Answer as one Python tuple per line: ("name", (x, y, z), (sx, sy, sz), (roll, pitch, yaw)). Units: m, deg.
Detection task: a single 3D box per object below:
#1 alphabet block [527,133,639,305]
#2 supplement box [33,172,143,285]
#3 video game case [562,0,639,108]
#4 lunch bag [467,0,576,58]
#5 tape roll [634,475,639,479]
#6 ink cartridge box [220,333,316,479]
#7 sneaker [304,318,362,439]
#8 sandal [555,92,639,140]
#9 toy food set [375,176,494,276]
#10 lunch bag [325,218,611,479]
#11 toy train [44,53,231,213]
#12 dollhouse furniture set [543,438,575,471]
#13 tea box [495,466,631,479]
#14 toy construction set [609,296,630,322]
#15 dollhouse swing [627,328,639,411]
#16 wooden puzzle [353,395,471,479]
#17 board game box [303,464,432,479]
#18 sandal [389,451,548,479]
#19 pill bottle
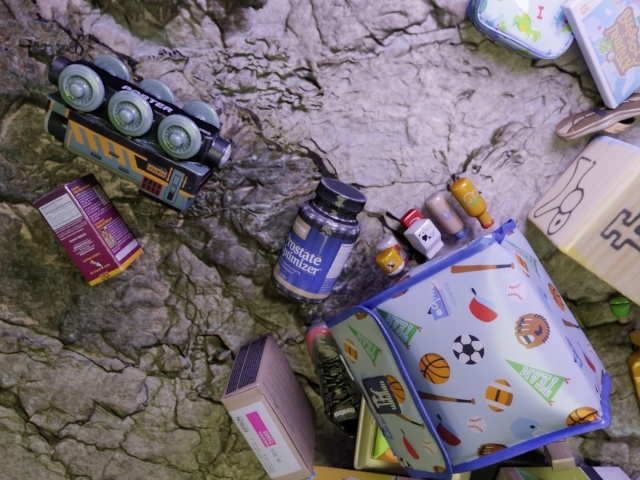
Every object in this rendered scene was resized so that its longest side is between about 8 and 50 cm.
("alphabet block", (0.517, -0.041, 0.909), (0.193, 0.192, 0.197), (33, 109, -7))
("supplement box", (-0.442, -0.023, 1.016), (0.081, 0.104, 0.188), (-25, 106, 12))
("video game case", (0.499, -0.350, 0.831), (0.193, 0.023, 0.212), (-42, 123, 6))
("lunch bag", (0.355, -0.410, 0.833), (0.176, 0.090, 0.218), (24, 109, -5))
("tape roll", (0.830, 0.632, 1.151), (0.246, 0.169, 0.246), (1, 110, 2))
("ink cartridge box", (-0.097, 0.344, 1.084), (0.088, 0.193, 0.234), (-23, 107, 11))
("sneaker", (0.043, 0.296, 1.091), (0.098, 0.135, 0.276), (-20, 107, 12))
("sandal", (0.503, -0.208, 0.915), (0.180, 0.072, 0.049), (-21, 123, 12))
("toy food set", (0.204, -0.002, 0.974), (0.232, 0.111, 0.104), (-44, 104, -15))
("lunch bag", (0.222, 0.200, 0.896), (0.386, 0.239, 0.327), (-32, 81, 30))
("toy train", (-0.330, -0.189, 0.937), (0.334, 0.142, 0.190), (26, 119, -6))
("dollhouse furniture set", (0.513, 0.347, 1.055), (0.161, 0.182, 0.101), (-12, 109, 8))
("tea box", (0.518, 0.683, 1.124), (0.324, 0.220, 0.328), (6, 112, -14))
("toy construction set", (0.684, 0.100, 0.870), (0.258, 0.308, 0.237), (-31, 126, 5))
("dollhouse swing", (0.822, 0.343, 0.973), (0.315, 0.305, 0.346), (-20, 109, 10))
("wooden puzzle", (0.195, 0.359, 1.035), (0.239, 0.044, 0.220), (7, 91, -1))
("board game box", (0.132, 0.540, 1.102), (0.317, 0.064, 0.242), (-3, 147, 23))
("sandal", (0.303, 0.477, 1.172), (0.446, 0.107, 0.167), (24, 109, -19))
("pill bottle", (0.000, 0.000, 0.989), (0.123, 0.123, 0.219), (22, 110, -5))
